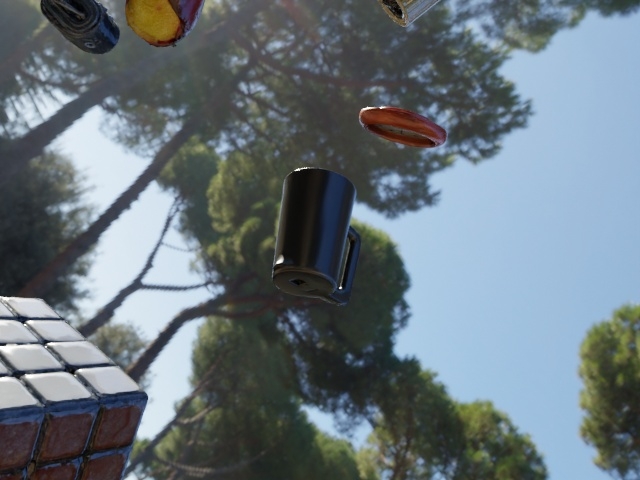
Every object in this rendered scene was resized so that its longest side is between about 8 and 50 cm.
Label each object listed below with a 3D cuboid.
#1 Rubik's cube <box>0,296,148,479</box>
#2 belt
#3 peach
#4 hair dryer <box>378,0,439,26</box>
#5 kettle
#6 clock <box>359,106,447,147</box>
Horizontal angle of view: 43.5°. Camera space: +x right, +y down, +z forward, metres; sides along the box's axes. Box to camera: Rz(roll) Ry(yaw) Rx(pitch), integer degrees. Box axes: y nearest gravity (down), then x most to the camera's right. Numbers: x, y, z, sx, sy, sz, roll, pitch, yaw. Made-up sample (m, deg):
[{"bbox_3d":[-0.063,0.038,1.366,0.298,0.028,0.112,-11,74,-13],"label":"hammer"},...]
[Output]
[{"bbox_3d":[-0.503,0.290,1.125,0.337,0.343,0.345,31,-75,37],"label":"Rubik's cube"},{"bbox_3d":[-0.597,-0.551,1.958,0.218,0.122,0.128,38,-3,24],"label":"belt"},{"bbox_3d":[-0.384,-0.583,1.966,0.196,0.190,0.226,43,-72,37],"label":"peach"},{"bbox_3d":[0.157,-0.684,1.804,0.362,0.203,0.128,51,-2,-3],"label":"hair dryer"},{"bbox_3d":[-0.015,-0.001,2.195,0.203,0.308,0.262,1,-27,16],"label":"kettle"},{"bbox_3d":[0.187,-0.258,1.808,0.205,0.205,0.051,9,-97,59],"label":"clock"}]
